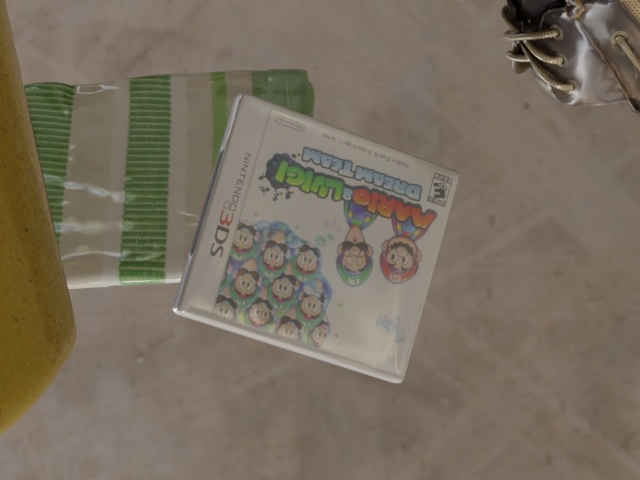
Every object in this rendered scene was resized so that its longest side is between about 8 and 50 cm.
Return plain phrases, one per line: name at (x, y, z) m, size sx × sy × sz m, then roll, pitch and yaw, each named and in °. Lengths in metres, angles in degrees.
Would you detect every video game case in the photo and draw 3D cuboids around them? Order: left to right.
video game case at (0.000, 0.000, 1.052) m, size 0.019 × 0.157 × 0.143 m, roll -6°, pitch 66°, yaw 68°

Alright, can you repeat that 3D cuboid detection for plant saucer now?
plant saucer at (-0.243, -0.021, 1.016) m, size 0.333 × 0.081 × 0.332 m, roll -30°, pitch 72°, yaw 59°

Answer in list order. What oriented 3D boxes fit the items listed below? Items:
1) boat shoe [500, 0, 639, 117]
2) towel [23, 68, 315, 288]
boat shoe at (0.200, -0.154, 1.195) m, size 0.130 × 0.355 × 0.132 m, roll -54°, pitch 26°, yaw 11°
towel at (-0.164, -0.048, 1.350) m, size 0.248 × 0.325 × 0.038 m, roll -93°, pitch -1°, yaw -46°
